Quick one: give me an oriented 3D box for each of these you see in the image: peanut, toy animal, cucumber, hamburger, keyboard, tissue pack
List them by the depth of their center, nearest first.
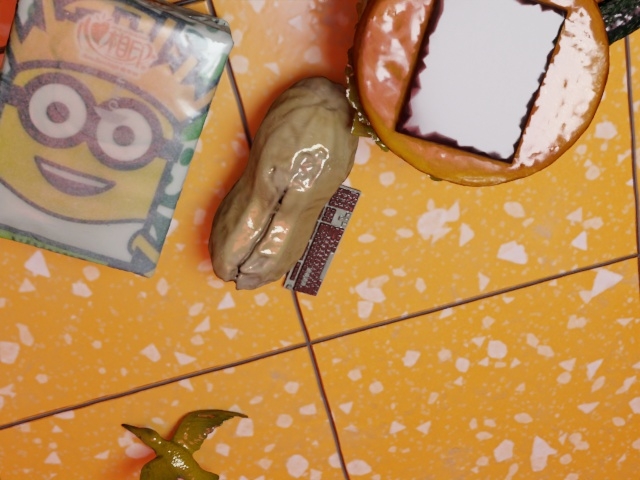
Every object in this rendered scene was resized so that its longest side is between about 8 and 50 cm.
[{"bbox_3d":[0.166,-0.202,0.874,0.291,0.225,0.291,0,110,-1],"label":"hamburger"},{"bbox_3d":[-0.256,-0.137,0.897,0.228,0.128,0.311,17,112,-17],"label":"tissue pack"},{"bbox_3d":[0.411,-0.296,0.961,0.214,0.052,0.058,-28,135,5],"label":"cucumber"},{"bbox_3d":[-0.045,-0.063,0.965,0.130,0.130,0.290,22,112,-17],"label":"peanut"},{"bbox_3d":[0.000,0.000,1.058,0.055,0.017,0.166,17,111,-15],"label":"keyboard"},{"bbox_3d":[-0.224,0.321,1.140,0.155,0.219,0.095,18,137,24],"label":"toy animal"}]
